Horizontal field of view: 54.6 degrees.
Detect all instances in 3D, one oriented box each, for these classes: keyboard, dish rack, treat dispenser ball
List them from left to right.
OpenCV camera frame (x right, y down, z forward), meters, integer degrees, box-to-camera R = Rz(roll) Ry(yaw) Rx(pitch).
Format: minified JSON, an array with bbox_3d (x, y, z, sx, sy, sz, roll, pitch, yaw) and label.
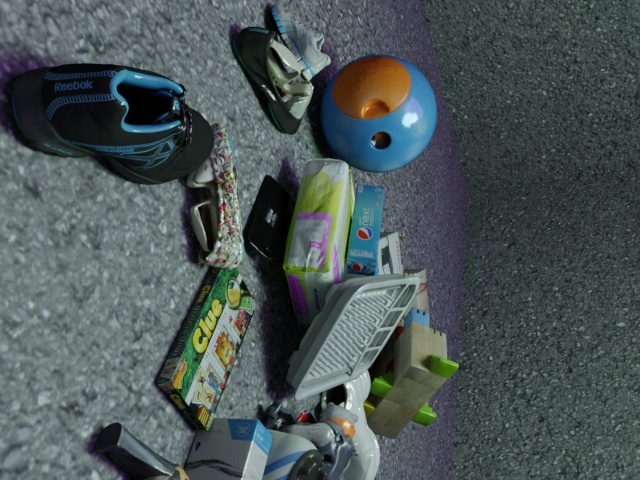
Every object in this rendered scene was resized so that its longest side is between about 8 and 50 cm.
[{"bbox_3d":[-0.104,-0.035,1.225,0.100,0.038,0.192,46,39,-31],"label":"keyboard"},{"bbox_3d":[0.064,0.182,1.299,0.333,0.072,0.285,0,124,-60],"label":"dish rack"},{"bbox_3d":[0.142,-0.311,1.534,0.288,0.288,0.287,-4,90,-68],"label":"treat dispenser ball"}]

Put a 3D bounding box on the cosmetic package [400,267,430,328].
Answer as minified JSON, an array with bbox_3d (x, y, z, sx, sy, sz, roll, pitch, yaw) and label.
[{"bbox_3d":[0.273,0.243,1.973,0.153,0.129,0.295,-15,100,-67],"label":"cosmetic package"}]

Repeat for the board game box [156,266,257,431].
[{"bbox_3d":[-0.175,0.159,1.003,0.259,0.030,0.136,-73,148,-43],"label":"board game box"}]

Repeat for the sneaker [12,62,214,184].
[{"bbox_3d":[-0.217,-0.144,0.802,0.341,0.140,0.124,-7,91,-70],"label":"sneaker"}]

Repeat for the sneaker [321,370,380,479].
[{"bbox_3d":[0.052,0.433,1.446,0.152,0.114,0.304,1,80,-57],"label":"sneaker"}]

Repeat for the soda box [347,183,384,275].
[{"bbox_3d":[0.104,-0.026,1.419,0.071,0.067,0.210,88,10,-56],"label":"soda box"}]

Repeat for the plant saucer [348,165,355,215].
[{"bbox_3d":[0.057,-0.094,1.571,0.188,0.045,0.188,-35,118,-78],"label":"plant saucer"}]

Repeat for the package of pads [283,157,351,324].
[{"bbox_3d":[0.000,0.000,1.312,0.229,0.101,0.296,82,15,-55],"label":"package of pads"}]

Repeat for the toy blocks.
[{"bbox_3d":[0.215,0.321,1.613,0.260,0.191,0.381,-78,-167,-50],"label":"toy blocks"}]

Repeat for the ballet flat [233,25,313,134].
[{"bbox_3d":[-0.076,-0.311,1.246,0.280,0.096,0.095,53,40,-54],"label":"ballet flat"}]

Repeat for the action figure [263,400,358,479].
[{"bbox_3d":[-0.001,0.476,1.190,0.341,0.179,0.330,58,44,-44],"label":"action figure"}]

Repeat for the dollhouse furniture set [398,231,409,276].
[{"bbox_3d":[0.206,0.046,1.842,0.184,0.129,0.129,4,82,-68],"label":"dollhouse furniture set"}]

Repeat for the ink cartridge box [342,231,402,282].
[{"bbox_3d":[0.118,0.104,1.608,0.307,0.129,0.223,-19,103,-68],"label":"ink cartridge box"}]

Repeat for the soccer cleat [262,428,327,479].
[{"bbox_3d":[-0.124,0.454,0.981,0.331,0.143,0.116,-52,139,-26],"label":"soccer cleat"}]

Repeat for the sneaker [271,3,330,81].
[{"bbox_3d":[-0.039,-0.428,1.308,0.190,0.083,0.071,62,2,14],"label":"sneaker"}]

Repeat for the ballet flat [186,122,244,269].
[{"bbox_3d":[-0.172,-0.070,0.990,0.077,0.091,0.240,-8,89,-38],"label":"ballet flat"}]

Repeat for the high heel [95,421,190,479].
[{"bbox_3d":[-0.224,0.374,0.738,0.261,0.093,0.186,-84,152,-46],"label":"high heel"}]

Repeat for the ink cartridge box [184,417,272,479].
[{"bbox_3d":[-0.149,0.361,0.924,0.060,0.104,0.180,65,29,-43],"label":"ink cartridge box"}]
